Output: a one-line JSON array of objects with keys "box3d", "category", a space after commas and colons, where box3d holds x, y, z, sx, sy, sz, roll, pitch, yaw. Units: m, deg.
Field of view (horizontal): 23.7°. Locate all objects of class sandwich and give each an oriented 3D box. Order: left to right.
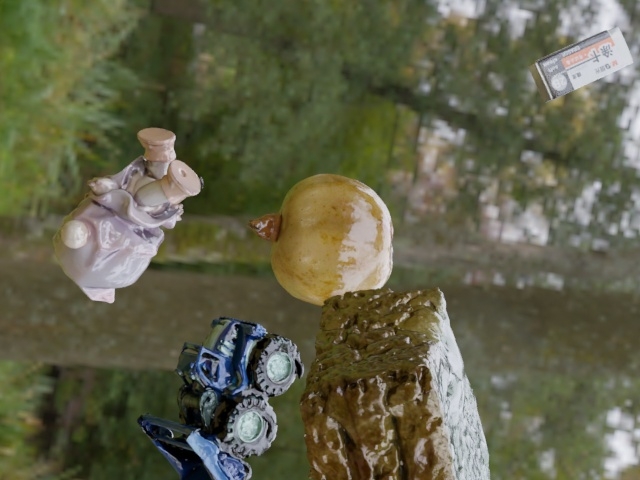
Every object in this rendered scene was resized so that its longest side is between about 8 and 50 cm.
[{"box3d": [0.077, 0.189, 1.392, 0.325, 0.131, 0.262, -69, 148, -73], "category": "sandwich"}]

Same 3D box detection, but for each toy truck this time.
[{"box3d": [-0.121, 0.191, 1.752, 0.113, 0.126, 0.208, 6, -108, 50], "category": "toy truck"}]

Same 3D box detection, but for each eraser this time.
[{"box3d": [0.314, -0.212, 1.841, 0.052, 0.122, 0.029, 67, -16, -3], "category": "eraser"}]

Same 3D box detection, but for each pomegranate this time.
[{"box3d": [0.016, 0.003, 2.320, 0.207, 0.207, 0.207, -170, -90, -87], "category": "pomegranate"}]

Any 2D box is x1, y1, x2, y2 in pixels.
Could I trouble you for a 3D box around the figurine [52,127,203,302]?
[{"box3d": [-0.263, -0.030, 2.067, 0.276, 0.133, 0.200, -46, 176, 35], "category": "figurine"}]
